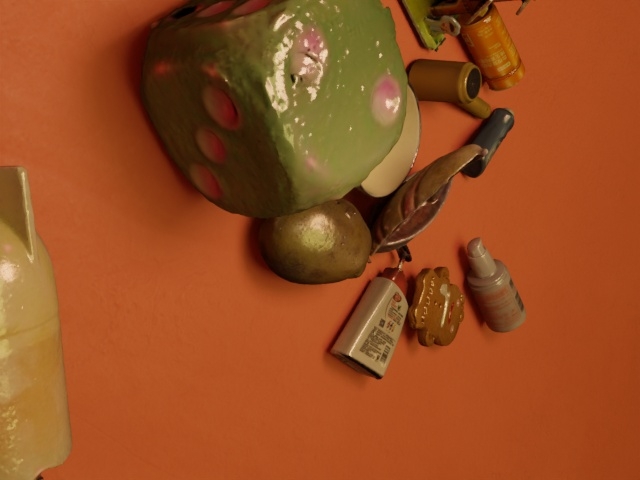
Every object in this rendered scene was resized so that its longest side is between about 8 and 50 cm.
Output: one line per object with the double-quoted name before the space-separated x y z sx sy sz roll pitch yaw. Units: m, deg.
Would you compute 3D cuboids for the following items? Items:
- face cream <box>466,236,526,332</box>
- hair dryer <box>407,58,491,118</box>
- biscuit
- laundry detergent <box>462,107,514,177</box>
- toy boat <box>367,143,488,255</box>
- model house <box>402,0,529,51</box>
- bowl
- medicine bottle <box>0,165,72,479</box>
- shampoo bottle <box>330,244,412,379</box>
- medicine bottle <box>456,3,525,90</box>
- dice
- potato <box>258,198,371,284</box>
"face cream" 0.398 0.098 2.242 0.101 0.101 0.251 -50 127 -29
"hair dryer" 0.313 -0.319 2.086 0.279 0.135 0.090 17 84 -56
"biscuit" 0.265 0.154 2.127 0.249 0.035 0.184 37 65 -54
"laundry detergent" 0.394 -0.238 2.207 0.206 0.061 0.096 -52 160 -29
"toy boat" 0.182 -0.077 1.896 0.276 0.293 0.111 -43 85 -7
"model house" 0.342 -0.606 1.922 0.300 0.324 0.340 -53 129 -27
"bowl" 0.080 -0.207 1.839 0.238 0.126 0.237 -23 118 -50
"medicine bottle" -0.464 0.103 1.260 0.236 0.236 0.406 -14 106 -44
"shampoo bottle" 0.126 0.137 1.991 0.153 0.071 0.284 41 64 -44
"medicine bottle" 0.383 -0.438 2.153 0.096 0.096 0.192 -56 131 -25
"dice" -0.075 -0.247 1.548 0.318 0.322 0.330 -44 126 -33
"potato" 0.000 0.000 1.785 0.251 0.159 0.174 19 108 -34
